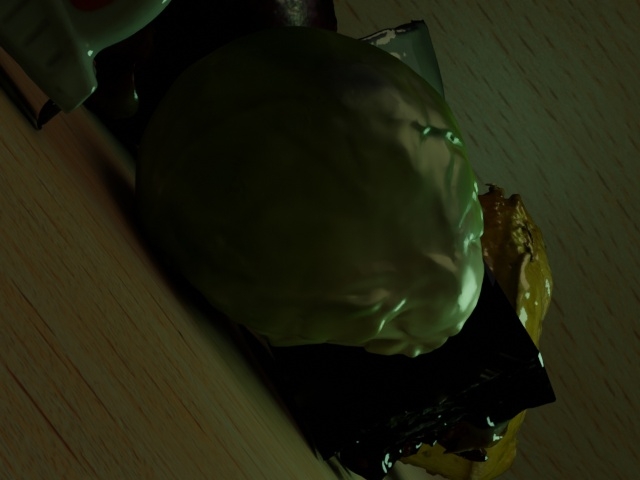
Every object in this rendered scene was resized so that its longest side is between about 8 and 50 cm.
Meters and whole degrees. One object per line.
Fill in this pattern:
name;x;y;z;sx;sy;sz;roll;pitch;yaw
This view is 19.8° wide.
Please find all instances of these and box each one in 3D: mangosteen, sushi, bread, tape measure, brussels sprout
mangosteen;-0.128;-0.230;1.915;0.297;0.297;0.293;56;1;23
sushi;0.089;0.129;1.847;0.215;0.227;0.212;62;-1;35
bread;0.159;0.118;2.208;0.337;0.204;0.358;-72;173;-55
tape measure;-0.213;-0.258;1.450;0.243;0.246;0.125;47;1;-17
brussels sprout;-0.010;-0.034;1.692;0.344;0.344;0.268;55;-27;2

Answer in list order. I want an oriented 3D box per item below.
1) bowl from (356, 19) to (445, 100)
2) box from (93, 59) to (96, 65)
bowl;0.008;-0.104;2.202;0.185;0.354;0.354;63;3;1
box;-0.287;-0.234;1.647;0.123;0.050;0.229;58;4;31
